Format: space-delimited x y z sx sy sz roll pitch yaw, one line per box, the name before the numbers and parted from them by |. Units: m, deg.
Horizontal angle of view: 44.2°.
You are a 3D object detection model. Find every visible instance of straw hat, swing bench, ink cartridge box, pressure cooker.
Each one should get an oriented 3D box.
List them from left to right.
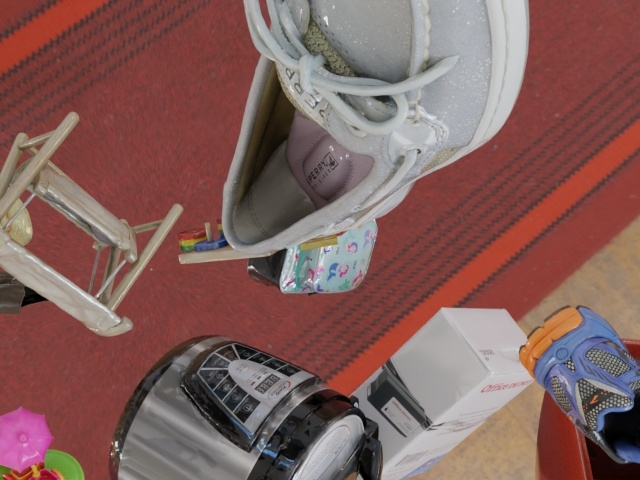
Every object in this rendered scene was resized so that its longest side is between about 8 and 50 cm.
straw hat | -0.616 -0.041 1.484 0.145 0.144 0.061 56 41 -5
swing bench | -0.393 -0.014 1.240 0.253 0.165 0.255 46 47 -35
pressure cooker | -0.106 0.396 1.397 0.420 0.375 0.370 23 82 26
ink cartridge box | 0.229 0.319 1.603 0.395 0.285 0.166 -48 60 24

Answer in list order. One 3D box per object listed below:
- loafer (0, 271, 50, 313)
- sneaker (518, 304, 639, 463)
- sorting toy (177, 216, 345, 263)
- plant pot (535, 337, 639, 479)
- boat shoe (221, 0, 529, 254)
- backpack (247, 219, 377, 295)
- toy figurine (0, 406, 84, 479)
loafer | -0.611 0.106 1.534 0.078 0.080 0.220 39 37 25
sneaker | 0.230 0.131 0.582 0.221 0.087 0.083 29 115 -34
sorting toy | -0.094 -0.012 1.042 0.274 0.132 0.046 -5 101 24
plant pot | 0.338 0.273 0.749 0.267 0.236 0.268 4 52 -3
boat shoe | 0.006 -0.067 0.414 0.103 0.320 0.118 -31 83 -18
backpack | 0.000 0.000 1.568 0.191 0.253 0.225 17 95 32
toy figurine | -0.424 0.292 1.107 0.173 0.159 0.130 28 46 28
